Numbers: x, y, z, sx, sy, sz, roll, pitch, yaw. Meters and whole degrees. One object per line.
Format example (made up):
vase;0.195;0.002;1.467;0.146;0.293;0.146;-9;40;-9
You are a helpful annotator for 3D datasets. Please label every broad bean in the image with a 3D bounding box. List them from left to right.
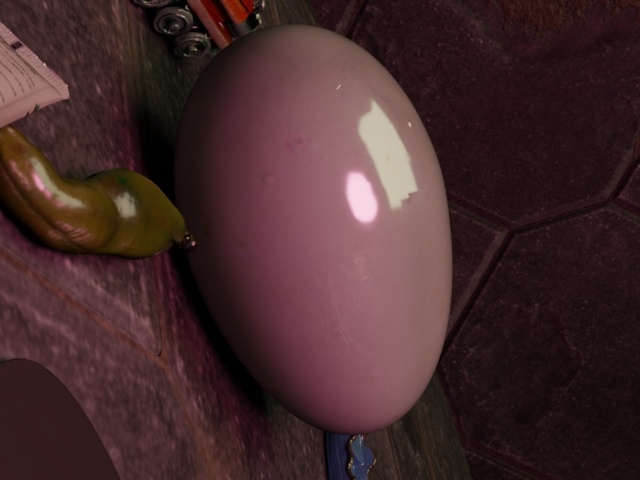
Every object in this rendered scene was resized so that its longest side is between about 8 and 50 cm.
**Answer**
broad bean;-0.137;-0.019;0.556;0.213;0.048;0.070;37;36;-69

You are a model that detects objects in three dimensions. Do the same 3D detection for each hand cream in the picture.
hand cream;-0.182;-0.076;0.415;0.080;0.050;0.234;45;15;-13

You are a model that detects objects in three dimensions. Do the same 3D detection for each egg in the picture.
egg;0.000;0.000;0.759;0.230;0.230;0.371;-76;153;-72

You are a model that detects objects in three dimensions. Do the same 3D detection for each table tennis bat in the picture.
table tennis bat;-0.113;0.172;0.441;0.138;0.022;0.246;-85;155;-67

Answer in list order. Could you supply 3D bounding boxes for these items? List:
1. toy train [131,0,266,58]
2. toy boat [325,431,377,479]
toy train;-0.118;-0.250;0.866;0.176;0.118;0.074;51;26;-61
toy boat;0.051;0.256;1.044;0.185;0.077;0.075;-95;164;-51
